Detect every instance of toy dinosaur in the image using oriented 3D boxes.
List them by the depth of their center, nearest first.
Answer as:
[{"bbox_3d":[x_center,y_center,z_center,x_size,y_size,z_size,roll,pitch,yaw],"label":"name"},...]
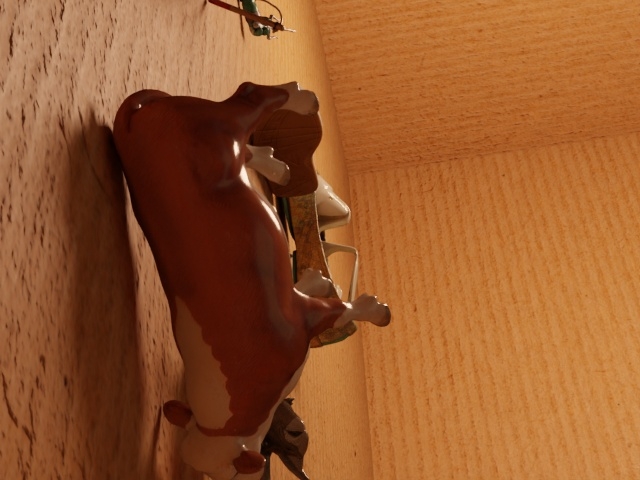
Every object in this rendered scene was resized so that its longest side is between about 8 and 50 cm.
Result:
[{"bbox_3d":[-0.065,0.103,0.989,0.313,0.121,0.160,-96,-171,-77],"label":"toy dinosaur"}]

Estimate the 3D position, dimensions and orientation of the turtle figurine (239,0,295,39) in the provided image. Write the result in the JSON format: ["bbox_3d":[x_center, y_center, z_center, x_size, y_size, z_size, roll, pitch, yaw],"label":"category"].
[{"bbox_3d":[-0.072,-0.389,1.564,0.175,0.118,0.234,-58,175,4],"label":"turtle figurine"}]

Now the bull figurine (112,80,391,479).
[{"bbox_3d":[-0.055,0.028,0.807,0.188,0.101,0.310,-24,102,-43],"label":"bull figurine"}]

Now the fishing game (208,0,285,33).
[{"bbox_3d":[-0.028,-0.372,1.234,0.041,0.189,0.264,31,90,-53],"label":"fishing game"}]

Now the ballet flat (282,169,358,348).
[{"bbox_3d":[0.000,0.000,1.697,0.123,0.123,0.348,69,14,-69],"label":"ballet flat"}]

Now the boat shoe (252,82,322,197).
[{"bbox_3d":[-0.050,-0.160,1.537,0.277,0.098,0.096,93,-9,-66],"label":"boat shoe"}]
